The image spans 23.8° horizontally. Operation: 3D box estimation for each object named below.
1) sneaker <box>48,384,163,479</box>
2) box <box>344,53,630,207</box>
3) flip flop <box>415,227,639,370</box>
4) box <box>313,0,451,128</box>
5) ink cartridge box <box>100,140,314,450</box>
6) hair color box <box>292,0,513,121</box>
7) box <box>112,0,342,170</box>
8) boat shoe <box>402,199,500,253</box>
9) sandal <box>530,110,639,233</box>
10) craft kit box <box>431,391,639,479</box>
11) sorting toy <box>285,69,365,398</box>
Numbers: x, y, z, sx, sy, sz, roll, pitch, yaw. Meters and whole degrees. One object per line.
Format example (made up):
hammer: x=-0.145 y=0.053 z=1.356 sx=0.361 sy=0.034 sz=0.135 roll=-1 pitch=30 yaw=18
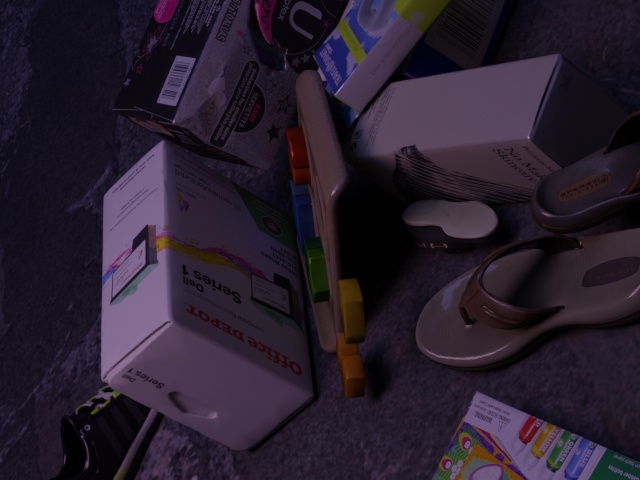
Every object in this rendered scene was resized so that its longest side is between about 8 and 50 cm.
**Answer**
sneaker: x=-0.251 y=0.213 z=1.777 sx=0.084 sy=0.097 sz=0.235 roll=-10 pitch=55 yaw=50
box: x=0.155 y=-0.099 z=1.464 sx=0.275 sy=0.113 sz=0.094 roll=-3 pitch=59 yaw=55
flip flop: x=0.185 y=0.041 z=1.330 sx=0.277 sy=0.080 sz=0.112 roll=-18 pitch=50 yaw=47
box: x=0.058 y=-0.212 z=1.556 sx=0.178 sy=0.042 sz=0.109 roll=-50 pitch=28 yaw=16
ink cartridge box: x=-0.124 y=0.058 z=1.631 sx=0.117 sy=0.201 sz=0.278 roll=-40 pitch=36 yaw=28
hair color box: x=0.060 y=-0.239 z=1.719 sx=0.339 sy=0.110 sz=0.185 roll=6 pitch=71 yaw=54
box: x=-0.096 y=-0.221 z=1.695 sx=0.163 sy=0.142 sz=0.247 roll=16 pitch=83 yaw=56
boat shoe: x=0.134 y=-0.011 z=1.487 sx=0.049 sy=0.042 sz=0.133 roll=-42 pitch=26 yaw=-23
sandal: x=0.274 y=-0.079 z=1.291 sx=0.219 sy=0.060 sz=0.090 roll=-23 pitch=41 yaw=16
craft kit box: x=0.157 y=0.267 z=1.206 sx=0.250 sy=0.061 sz=0.247 roll=17 pitch=81 yaw=58
sorting toy: x=0.000 y=0.000 z=1.545 sx=0.307 sy=0.041 sz=0.229 roll=-104 pitch=11 yaw=-49
